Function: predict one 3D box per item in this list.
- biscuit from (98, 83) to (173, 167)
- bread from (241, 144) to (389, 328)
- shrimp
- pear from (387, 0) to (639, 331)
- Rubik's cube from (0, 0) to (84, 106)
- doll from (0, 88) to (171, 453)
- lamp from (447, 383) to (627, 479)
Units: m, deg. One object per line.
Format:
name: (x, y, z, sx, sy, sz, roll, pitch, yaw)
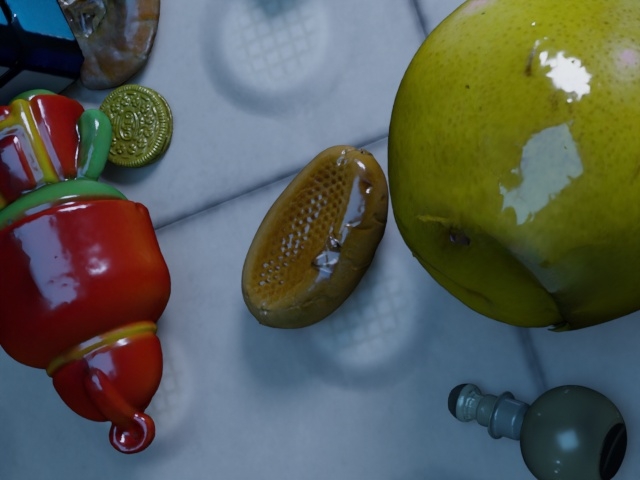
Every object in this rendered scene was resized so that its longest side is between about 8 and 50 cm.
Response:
biscuit: (-0.186, -0.113, 1.369, 0.084, 0.023, 0.084, -1, 87, 22)
bread: (0.000, 0.000, 1.262, 0.114, 0.077, 0.189, 43, 103, 39)
shrimp: (-0.218, -0.277, 1.379, 0.143, 0.052, 0.251, 12, 91, 25)
pear: (0.203, -0.092, 1.086, 0.285, 0.285, 0.336, 19, 92, 21)
Rubik's cube: (-0.455, -0.220, 1.333, 0.293, 0.283, 0.288, -35, 73, 24)
doll: (-0.237, 0.032, 1.303, 0.182, 0.160, 0.363, -26, 79, 11)
lamp: (0.179, 0.158, 1.181, 0.163, 0.091, 0.091, 16, 92, 35)
